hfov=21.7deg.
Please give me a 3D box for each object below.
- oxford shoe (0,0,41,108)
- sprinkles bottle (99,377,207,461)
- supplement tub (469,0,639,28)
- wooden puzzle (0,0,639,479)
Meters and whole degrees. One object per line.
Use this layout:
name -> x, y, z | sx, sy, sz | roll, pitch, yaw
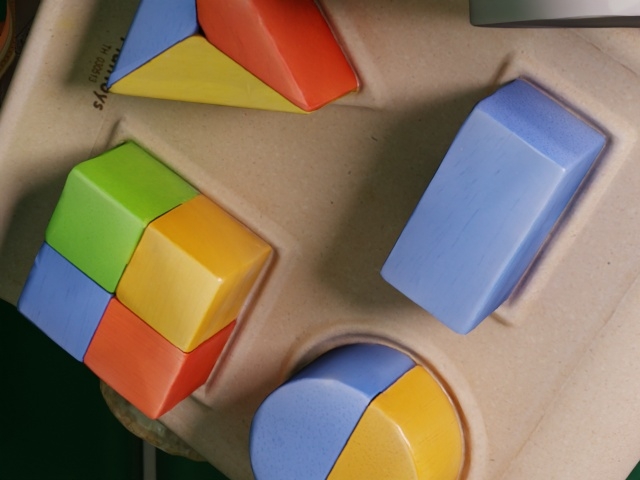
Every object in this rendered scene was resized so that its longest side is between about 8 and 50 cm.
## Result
oxford shoe -> -0.119, -0.105, 0.977 | 0.133, 0.130, 0.363 | 69, 155, 8
sprinkles bottle -> -0.022, -0.055, 0.872 | 0.121, 0.121, 0.355 | 44, 127, 39
supplement tub -> 0.143, -0.231, 0.560 | 0.228, 0.228, 0.316 | 6, 100, 51
wooden puzzle -> 0.000, 0.000, 0.758 | 0.348, 0.080, 0.322 | 34, 122, 10
